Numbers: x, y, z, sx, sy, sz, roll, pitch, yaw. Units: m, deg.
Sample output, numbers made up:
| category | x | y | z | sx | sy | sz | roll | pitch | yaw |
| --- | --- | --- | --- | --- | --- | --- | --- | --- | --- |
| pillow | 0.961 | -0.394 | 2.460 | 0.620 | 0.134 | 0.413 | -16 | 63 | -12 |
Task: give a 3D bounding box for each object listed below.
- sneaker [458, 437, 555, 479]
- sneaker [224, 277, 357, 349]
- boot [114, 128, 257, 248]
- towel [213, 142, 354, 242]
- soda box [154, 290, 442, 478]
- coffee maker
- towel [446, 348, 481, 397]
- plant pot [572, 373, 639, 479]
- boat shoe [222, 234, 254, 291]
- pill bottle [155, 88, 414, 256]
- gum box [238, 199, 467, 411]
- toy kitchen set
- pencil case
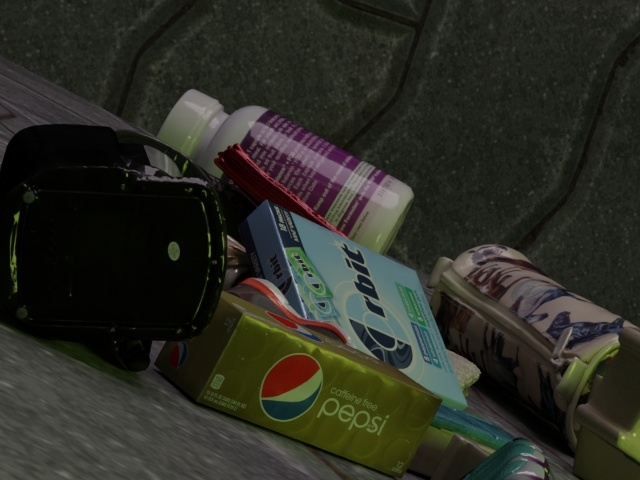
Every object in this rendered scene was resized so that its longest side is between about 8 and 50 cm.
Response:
| category | x | y | z | sx | sy | sz | roll | pitch | yaw |
| --- | --- | --- | --- | --- | --- | --- | --- | --- | --- |
| sneaker | 0.106 | 0.171 | 0.865 | 0.098 | 0.083 | 0.223 | 49 | 8 | -2 |
| sneaker | -0.033 | 0.081 | 1.237 | 0.065 | 0.061 | 0.158 | -10 | 28 | -38 |
| boot | -0.137 | -0.035 | 1.759 | 0.236 | 0.085 | 0.178 | 34 | 0 | -13 |
| towel | 0.000 | 0.000 | 1.742 | 0.199 | 0.031 | 0.275 | 41 | -2 | 18 |
| soda box | -0.010 | 0.089 | 1.066 | 0.181 | 0.061 | 0.058 | 26 | 3 | -39 |
| coffee maker | -0.150 | -0.015 | 1.011 | 0.171 | 0.120 | 0.178 | 27 | 3 | -17 |
| towel | 0.057 | 0.099 | 1.601 | 0.187 | 0.049 | 0.282 | 28 | 3 | 8 |
| plant pot | 0.307 | 0.204 | 1.626 | 0.109 | 0.096 | 0.109 | 25 | 4 | -46 |
| boat shoe | -0.074 | 0.032 | 1.411 | 0.170 | 0.063 | 0.059 | 29 | -2 | -6 |
| pill bottle | -0.054 | -0.060 | 2.054 | 0.301 | 0.169 | 0.169 | 29 | 3 | 5 |
| gum box | 0.027 | 0.062 | 1.399 | 0.184 | 0.041 | 0.157 | 25 | 33 | -38 |
| toy kitchen set | 0.160 | 0.117 | 1.133 | 0.122 | 0.166 | 0.207 | 25 | 5 | -39 |
| pencil case | 0.262 | 0.124 | 1.940 | 0.183 | 0.160 | 0.410 | 43 | -3 | -25 |
